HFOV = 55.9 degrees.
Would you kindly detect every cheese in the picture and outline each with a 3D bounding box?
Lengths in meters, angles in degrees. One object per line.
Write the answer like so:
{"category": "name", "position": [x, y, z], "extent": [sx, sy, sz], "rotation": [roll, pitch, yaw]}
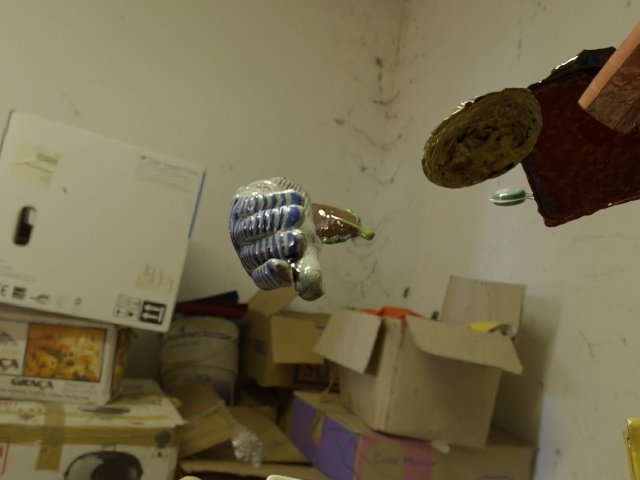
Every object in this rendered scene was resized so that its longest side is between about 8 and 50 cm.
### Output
{"category": "cheese", "position": [0.373, -0.083, 1.136], "extent": [0.120, 0.026, 0.067], "rotation": [0, 21, 34]}

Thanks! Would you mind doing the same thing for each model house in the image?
{"category": "model house", "position": [0.361, -0.137, 0.858], "extent": [0.160, 0.196, 0.254], "rotation": [-22, -3, 20]}

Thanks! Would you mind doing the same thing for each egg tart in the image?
{"category": "egg tart", "position": [0.155, -0.107, 0.597], "extent": [0.128, 0.049, 0.129], "rotation": [-13, -35, -9]}

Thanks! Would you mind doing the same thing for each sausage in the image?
{"category": "sausage", "position": [0.325, -0.186, 0.574], "extent": [0.065, 0.169, 0.065], "rotation": [24, 29, -15]}

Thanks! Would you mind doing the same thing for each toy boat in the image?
{"category": "toy boat", "position": [-0.007, -0.009, 0.995], "extent": [0.099, 0.108, 0.293], "rotation": [45, -24, -6]}

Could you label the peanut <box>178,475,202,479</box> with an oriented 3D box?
{"category": "peanut", "position": [-0.273, 0.576, 1.207], "extent": [0.137, 0.253, 0.122], "rotation": [-3, 39, -14]}

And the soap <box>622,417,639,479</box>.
{"category": "soap", "position": [0.636, 0.460, 1.007], "extent": [0.204, 0.324, 0.096], "rotation": [-6, -35, 18]}

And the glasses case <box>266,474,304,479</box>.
{"category": "glasses case", "position": [0.012, 0.702, 1.530], "extent": [0.336, 0.076, 0.144], "rotation": [9, 35, 4]}

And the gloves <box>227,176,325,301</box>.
{"category": "gloves", "position": [-0.042, -0.007, 0.625], "extent": [0.119, 0.097, 0.229], "rotation": [42, 6, -14]}
